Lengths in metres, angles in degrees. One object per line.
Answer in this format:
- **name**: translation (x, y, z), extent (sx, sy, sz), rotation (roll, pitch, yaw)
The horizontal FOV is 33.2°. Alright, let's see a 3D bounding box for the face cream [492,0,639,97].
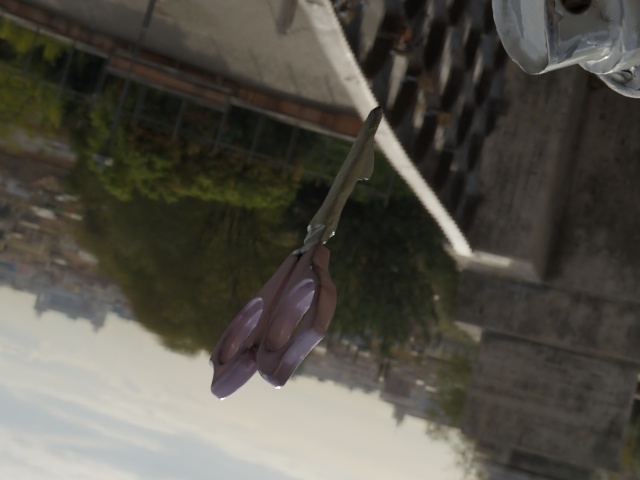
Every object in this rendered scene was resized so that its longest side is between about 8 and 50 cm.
- **face cream**: translation (0.231, -0.138, 0.422), extent (0.349, 0.105, 0.105), rotation (-20, 179, -11)

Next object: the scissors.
- **scissors**: translation (0.000, 0.000, 0.623), extent (0.021, 0.212, 0.110), rotation (41, 145, -20)
